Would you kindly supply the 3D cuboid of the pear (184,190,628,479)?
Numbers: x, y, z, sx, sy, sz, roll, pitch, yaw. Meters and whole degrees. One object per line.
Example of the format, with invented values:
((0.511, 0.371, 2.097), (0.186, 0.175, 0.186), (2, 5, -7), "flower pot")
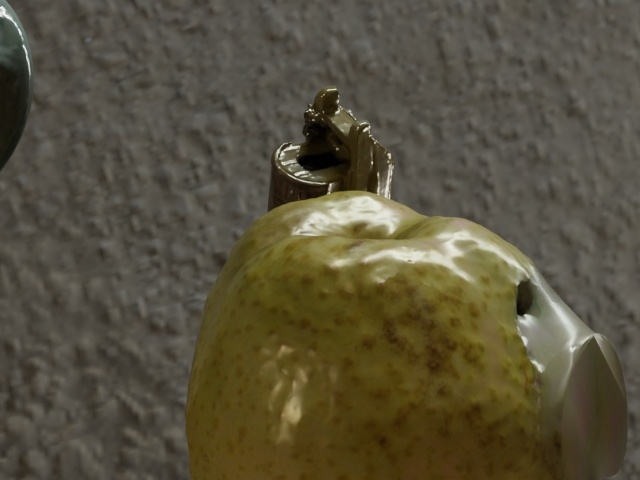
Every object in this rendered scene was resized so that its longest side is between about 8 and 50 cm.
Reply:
((0.032, 0.103, 0.934), (0.271, 0.271, 0.271), (12, 72, -41), "pear")

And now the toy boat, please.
((0.000, 0.000, 1.168), (0.088, 0.068, 0.226), (-15, 132, -28), "toy boat")

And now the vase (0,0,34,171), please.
((-0.249, -0.090, 0.657), (0.299, 0.143, 0.143), (16, 69, -56), "vase")
